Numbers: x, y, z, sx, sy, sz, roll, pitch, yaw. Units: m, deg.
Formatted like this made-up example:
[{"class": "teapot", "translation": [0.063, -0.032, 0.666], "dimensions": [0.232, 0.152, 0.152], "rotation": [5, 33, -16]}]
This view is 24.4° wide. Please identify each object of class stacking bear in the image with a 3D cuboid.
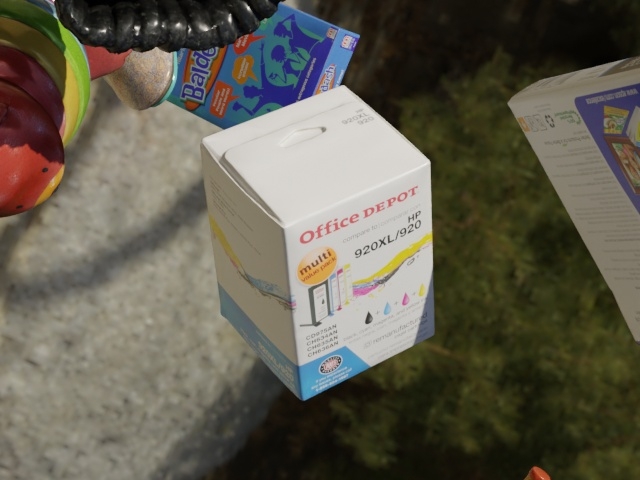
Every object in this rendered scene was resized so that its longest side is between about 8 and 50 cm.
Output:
[{"class": "stacking bear", "translation": [-0.262, -0.112, 1.201], "dimensions": [0.175, 0.164, 0.289], "rotation": [-46, -159, 17]}]

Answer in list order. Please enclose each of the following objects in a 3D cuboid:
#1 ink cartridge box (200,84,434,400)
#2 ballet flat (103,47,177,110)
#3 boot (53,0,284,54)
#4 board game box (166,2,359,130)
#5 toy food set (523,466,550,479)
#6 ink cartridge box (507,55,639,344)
[{"class": "ink cartridge box", "translation": [0.000, 0.000, 1.479], "dimensions": [0.171, 0.168, 0.232], "rotation": [-24, 134, -22]}, {"class": "ballet flat", "translation": [-0.246, -0.267, 1.678], "dimensions": [0.107, 0.106, 0.316], "rotation": [-48, -140, 24]}, {"class": "boot", "translation": [-0.203, -0.215, 1.057], "dimensions": [0.131, 0.348, 0.260], "rotation": [59, 8, -52]}, {"class": "board game box", "translation": [-0.075, -0.199, 1.688], "dimensions": [0.047, 0.210, 0.160], "rotation": [7, 107, -56]}, {"class": "toy food set", "translation": [0.201, 0.323, 1.560], "dimensions": [0.104, 0.111, 0.232], "rotation": [-57, 161, 17]}, {"class": "ink cartridge box", "translation": [0.340, -0.033, 1.465], "dimensions": [0.072, 0.307, 0.304], "rotation": [-35, -170, -16]}]
